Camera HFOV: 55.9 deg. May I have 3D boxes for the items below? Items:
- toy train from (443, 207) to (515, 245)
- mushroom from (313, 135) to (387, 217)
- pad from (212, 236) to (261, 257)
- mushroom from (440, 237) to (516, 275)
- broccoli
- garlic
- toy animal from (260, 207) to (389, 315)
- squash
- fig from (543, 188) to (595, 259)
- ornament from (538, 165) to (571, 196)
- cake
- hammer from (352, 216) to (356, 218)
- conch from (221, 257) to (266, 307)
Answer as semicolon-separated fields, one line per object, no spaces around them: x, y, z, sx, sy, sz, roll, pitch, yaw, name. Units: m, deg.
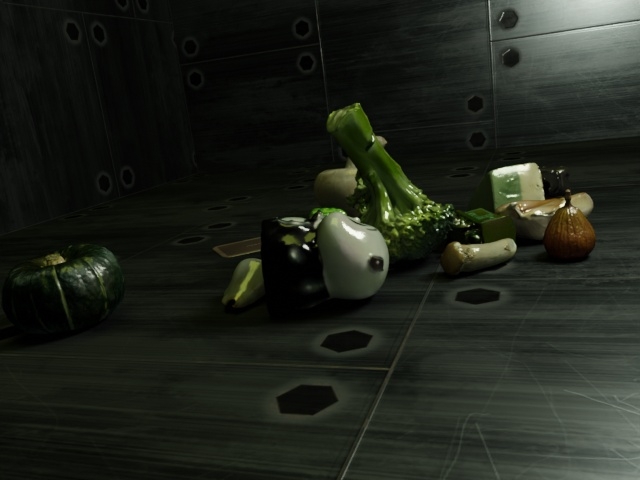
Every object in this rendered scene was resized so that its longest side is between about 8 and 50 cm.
0.389;-0.030;1.530;0.137;0.090;0.225;-16;14;-2;toy train
0.123;-0.207;1.981;0.298;0.289;0.297;-2;1;0;mushroom
-0.192;0.011;1.875;0.266;0.002;0.176;-12;15;-21;pad
0.366;0.033;1.371;0.209;0.084;0.071;-8;56;-27;mushroom
0.167;-0.116;1.461;0.353;0.397;0.275;26;57;27;broccoli
0.555;-0.055;1.557;0.228;0.110;0.217;-6;0;-26;garlic
0.006;0.030;1.258;0.267;0.212;0.212;-11;14;0;toy animal
-0.562;0.105;1.327;0.252;0.165;0.252;-4;15;1;squash
0.549;-0.023;1.363;0.119;0.153;0.119;-33;20;14;fig
0.648;-0.182;1.947;0.261;0.106;0.251;-9;7;-37;ornament
0.537;-0.146;1.799;0.158;0.172;0.283;-6;11;-5;cake
0.162;-0.016;1.740;0.111;0.043;0.365;-14;17;-33;hammer
-0.162;0.107;1.352;0.105;0.094;0.176;10;44;13;conch
